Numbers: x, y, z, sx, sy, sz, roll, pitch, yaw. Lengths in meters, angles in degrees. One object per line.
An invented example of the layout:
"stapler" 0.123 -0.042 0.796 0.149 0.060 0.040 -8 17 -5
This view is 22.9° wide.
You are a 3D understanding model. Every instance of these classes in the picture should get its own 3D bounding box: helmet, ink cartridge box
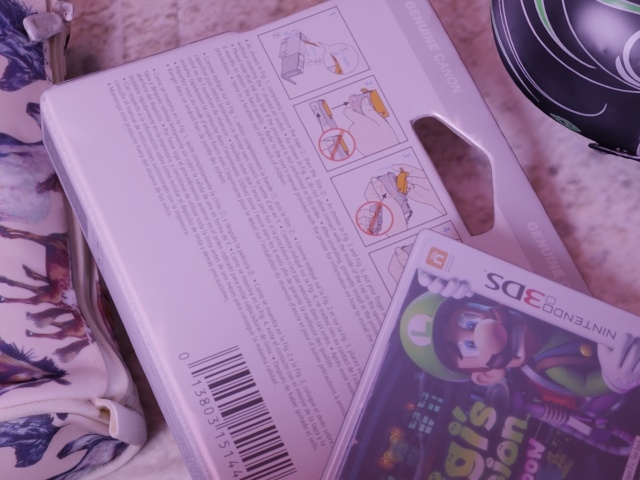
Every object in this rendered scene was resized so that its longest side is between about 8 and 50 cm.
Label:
"helmet" 0.183 -0.148 0.954 0.169 0.169 0.161 -43 73 -1
"ink cartridge box" 0.000 0.000 0.981 0.261 0.066 0.296 -20 70 -16

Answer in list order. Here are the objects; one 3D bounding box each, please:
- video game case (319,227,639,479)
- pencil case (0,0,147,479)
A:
"video game case" 0.103 0.109 0.893 0.173 0.022 0.190 22 73 0
"pencil case" -0.223 -0.014 1.071 0.183 0.160 0.410 -31 55 21
